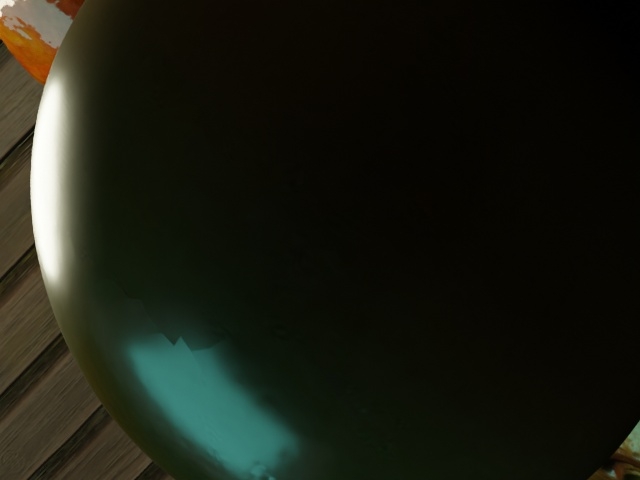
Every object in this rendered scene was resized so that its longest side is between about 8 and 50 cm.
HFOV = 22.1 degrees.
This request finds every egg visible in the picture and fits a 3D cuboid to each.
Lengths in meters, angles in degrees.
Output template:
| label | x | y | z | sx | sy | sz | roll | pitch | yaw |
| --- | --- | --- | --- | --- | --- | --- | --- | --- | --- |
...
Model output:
| label | x | y | z | sx | sy | sz | roll | pitch | yaw |
| --- | --- | --- | --- | --- | --- | --- | --- | --- | --- |
| egg | 0.012 | -0.024 | 0.782 | 0.301 | 0.301 | 0.374 | 42 | -173 | -41 |

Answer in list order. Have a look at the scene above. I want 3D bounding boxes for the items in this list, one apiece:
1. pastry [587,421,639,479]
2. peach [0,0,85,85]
| label | x | y | z | sx | sy | sz | roll | pitch | yaw |
| --- | --- | --- | --- | --- | --- | --- | --- | --- | --- |
| pastry | 0.370 | 0.203 | 1.717 | 0.356 | 0.164 | 0.356 | 37 | 161 | 15 |
| peach | -0.224 | -0.299 | 1.791 | 0.343 | 0.302 | 0.343 | 44 | -179 | -1 |
